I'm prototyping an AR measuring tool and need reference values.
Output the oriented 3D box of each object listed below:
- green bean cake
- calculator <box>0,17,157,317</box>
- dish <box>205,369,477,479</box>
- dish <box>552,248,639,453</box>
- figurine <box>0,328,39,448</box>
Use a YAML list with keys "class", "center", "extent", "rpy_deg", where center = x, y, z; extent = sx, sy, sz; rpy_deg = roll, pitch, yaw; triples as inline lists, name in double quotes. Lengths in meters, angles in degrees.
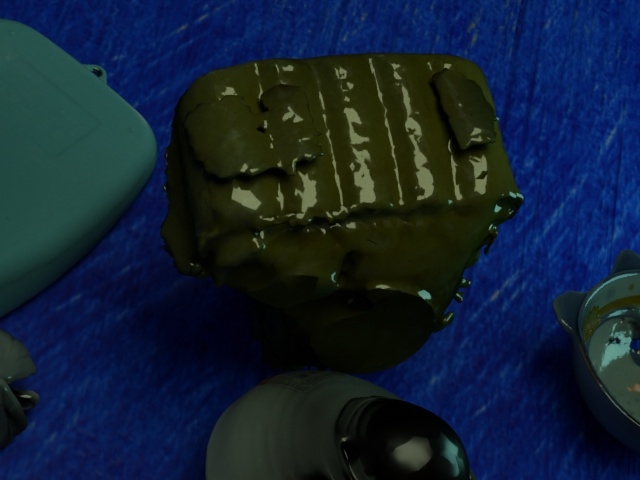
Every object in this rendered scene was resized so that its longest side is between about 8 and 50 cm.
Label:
- class: "green bean cake"
  center: [0.000, 0.000, 1.509]
  extent: [0.285, 0.310, 0.202]
  rpy_deg: [-7, 63, -16]
- class: "calculator"
  center: [-0.307, -0.067, 1.583]
  extent: [0.256, 0.054, 0.386]
  rpy_deg: [39, 44, 8]
- class: "dish"
  center: [0.056, 0.195, 1.439]
  extent: [0.273, 0.134, 0.273]
  rpy_deg: [27, 36, -22]
- class: "dish"
  center: [0.321, 0.127, 1.697]
  extent: [0.236, 0.086, 0.228]
  rpy_deg: [43, 48, 12]
- class: "figurine"
  center: [-0.268, 0.114, 1.450]
  extent: [0.094, 0.082, 0.086]
  rpy_deg: [16, 31, -26]
